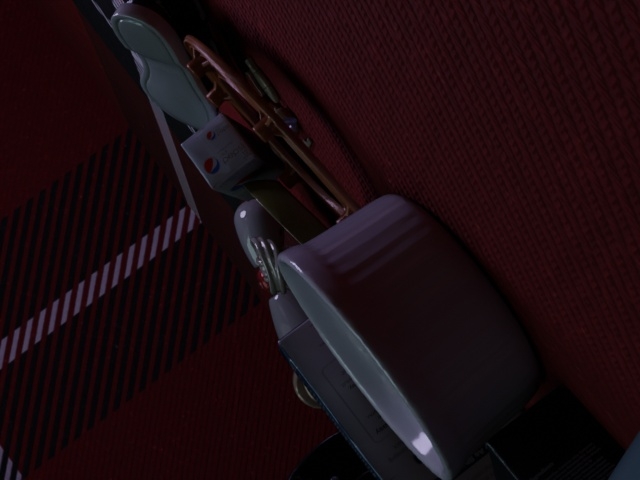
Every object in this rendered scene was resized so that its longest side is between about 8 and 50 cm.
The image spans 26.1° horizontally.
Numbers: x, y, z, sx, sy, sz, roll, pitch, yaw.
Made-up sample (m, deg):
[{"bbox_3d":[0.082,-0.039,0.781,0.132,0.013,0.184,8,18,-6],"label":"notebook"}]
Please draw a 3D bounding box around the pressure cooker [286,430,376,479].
[{"bbox_3d":[0.136,0.470,1.804,0.420,0.370,0.375,79,-172,-47],"label":"pressure cooker"}]

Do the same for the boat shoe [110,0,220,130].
[{"bbox_3d":[-0.169,-0.230,1.704,0.114,0.091,0.302,23,163,11],"label":"boat shoe"}]

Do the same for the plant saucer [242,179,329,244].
[{"bbox_3d":[0.000,0.000,1.748,0.241,0.037,0.241,43,-179,-1],"label":"plant saucer"}]

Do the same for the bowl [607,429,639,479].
[{"bbox_3d":[0.285,0.287,0.993,0.311,0.163,0.311,53,172,11],"label":"bowl"}]

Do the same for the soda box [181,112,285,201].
[{"bbox_3d":[-0.110,-0.105,1.795,0.074,0.069,0.216,53,-175,7],"label":"soda box"}]

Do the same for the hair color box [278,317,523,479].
[{"bbox_3d":[0.122,0.205,1.551,0.347,0.174,0.105,52,173,9],"label":"hair color box"}]

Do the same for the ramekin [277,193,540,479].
[{"bbox_3d":[0.091,0.087,1.359,0.277,0.135,0.277,51,172,10],"label":"ramekin"}]

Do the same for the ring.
[{"bbox_3d":[-0.045,-0.099,1.567,0.336,0.032,0.336,46,177,3],"label":"ring"}]

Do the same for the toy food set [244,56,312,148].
[{"bbox_3d":[-0.055,-0.153,1.601,0.122,0.019,0.078,53,172,1],"label":"toy food set"}]

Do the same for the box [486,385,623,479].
[{"bbox_3d":[0.243,0.243,1.297,0.158,0.093,0.156,48,171,27],"label":"box"}]

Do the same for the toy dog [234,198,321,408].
[{"bbox_3d":[0.005,0.090,2.009,0.220,0.161,0.333,-138,28,-67],"label":"toy dog"}]
